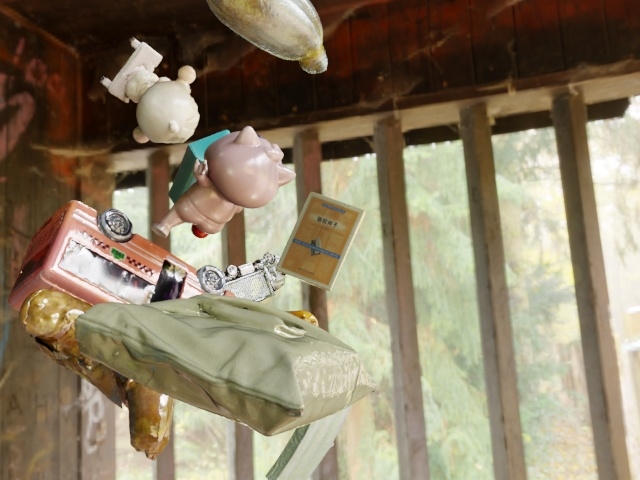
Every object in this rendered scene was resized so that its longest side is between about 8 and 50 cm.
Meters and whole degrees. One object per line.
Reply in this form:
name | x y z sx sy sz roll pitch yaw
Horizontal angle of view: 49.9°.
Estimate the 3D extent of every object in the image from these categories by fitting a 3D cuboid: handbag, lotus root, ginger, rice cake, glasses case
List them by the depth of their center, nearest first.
handbag | -0.083 0.124 0.756 0.253 0.109 0.316 17 1 19
ginger | -0.326 0.187 1.060 0.309 0.107 0.133 37 11 8
lotus root | -0.086 -0.453 1.378 0.322 0.158 0.140 28 -60 -34
rice cake | -0.020 0.437 1.510 0.127 0.237 0.043 14 19 -48
glasses case | -0.310 -0.176 1.795 0.117 0.070 0.301 -28 -9 -28

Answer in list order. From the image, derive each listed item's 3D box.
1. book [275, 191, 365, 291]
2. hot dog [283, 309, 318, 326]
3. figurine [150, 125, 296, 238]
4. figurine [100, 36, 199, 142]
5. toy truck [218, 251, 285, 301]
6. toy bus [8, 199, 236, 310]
book | 0.000 0.000 1.869 0.170 0.241 0.018 20 -12 15
hot dog | -0.175 0.281 2.034 0.349 0.117 0.158 -5 10 12
figurine | -0.196 -0.109 1.350 0.176 0.186 0.287 34 -65 -28
figurine | -0.341 -0.302 1.460 0.182 0.257 0.144 -40 -31 -12
toy truck | -0.212 0.122 1.902 0.259 0.121 0.088 -19 -7 -38
toy bus | -0.389 0.120 1.413 0.427 0.233 0.203 35 -48 -29
